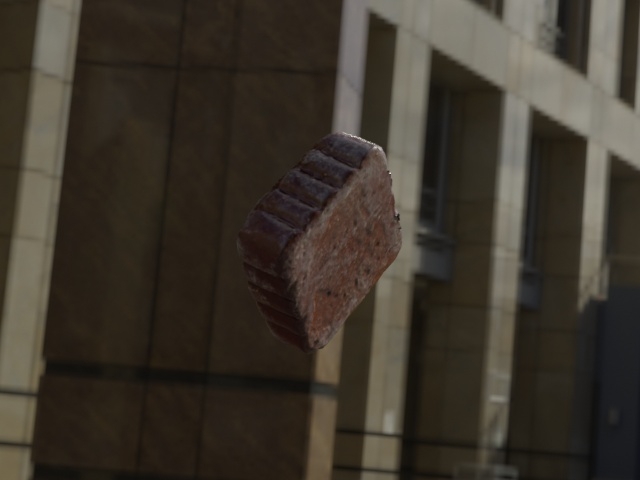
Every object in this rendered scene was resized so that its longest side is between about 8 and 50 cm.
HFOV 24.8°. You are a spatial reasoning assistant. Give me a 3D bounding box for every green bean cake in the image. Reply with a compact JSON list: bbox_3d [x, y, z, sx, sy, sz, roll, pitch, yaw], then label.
[{"bbox_3d":[0.000,0.000,1.096,0.056,0.135,0.135,26,-30,32],"label":"green bean cake"}]
